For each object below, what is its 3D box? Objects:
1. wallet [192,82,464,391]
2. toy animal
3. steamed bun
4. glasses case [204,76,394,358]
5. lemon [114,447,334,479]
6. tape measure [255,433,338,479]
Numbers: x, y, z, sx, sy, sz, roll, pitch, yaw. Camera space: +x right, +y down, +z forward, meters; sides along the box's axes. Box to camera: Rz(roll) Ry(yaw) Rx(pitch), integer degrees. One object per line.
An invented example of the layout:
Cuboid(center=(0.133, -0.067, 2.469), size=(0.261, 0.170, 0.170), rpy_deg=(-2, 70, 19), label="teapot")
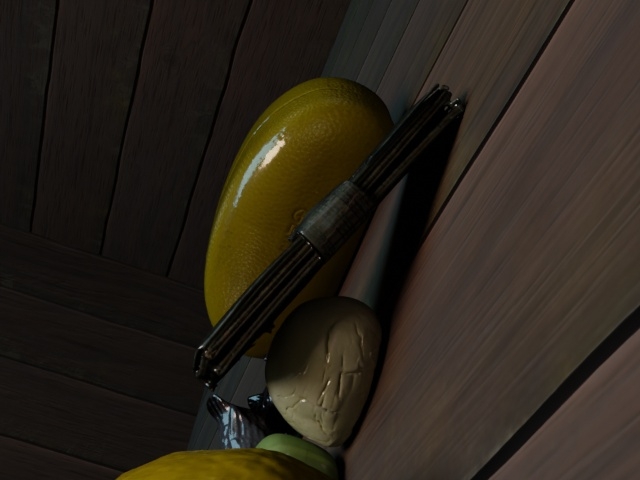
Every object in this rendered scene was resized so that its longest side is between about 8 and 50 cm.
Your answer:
Cuboid(center=(-0.001, -0.001, 0.759), size=(0.317, 0.044, 0.169), rpy_deg=(-48, -2, -17), label="wallet")
Cuboid(center=(-0.079, 0.232, 0.929), size=(0.121, 0.117, 0.210), rpy_deg=(-56, 13, 40), label="toy animal")
Cuboid(center=(-0.002, 0.110, 0.744), size=(0.112, 0.090, 0.130), rpy_deg=(-110, 40, -77), label="steamed bun")
Cuboid(center=(-0.041, -0.017, 1.030), size=(0.141, 0.173, 0.371), rpy_deg=(-91, 21, -59), label="glasses case")
Cuboid(center=(-0.054, 0.213, 0.458), size=(0.260, 0.204, 0.204), rpy_deg=(94, -171, -58), label="lemon")
Cuboid(center=(-0.043, 0.245, 0.731), size=(0.177, 0.087, 0.154), rpy_deg=(149, 144, -75), label="tape measure")
